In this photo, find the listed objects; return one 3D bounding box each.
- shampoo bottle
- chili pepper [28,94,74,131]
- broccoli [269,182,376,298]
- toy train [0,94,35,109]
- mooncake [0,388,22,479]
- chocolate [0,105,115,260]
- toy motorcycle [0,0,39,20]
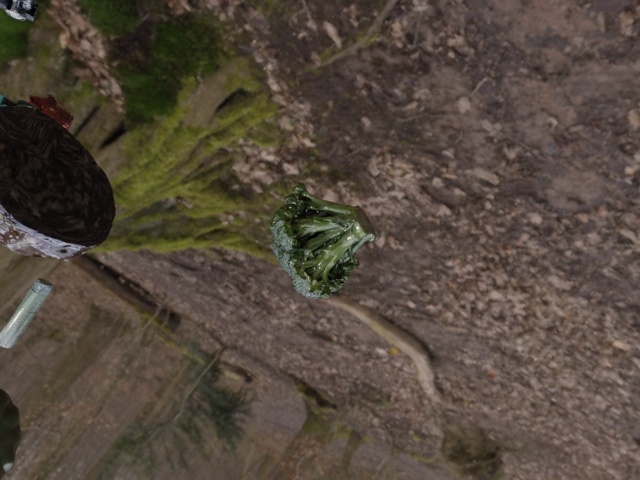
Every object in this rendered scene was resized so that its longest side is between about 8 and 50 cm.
[{"bbox_3d":[-0.839,0.206,1.785,0.049,0.212,0.072,33,176,12],"label":"shampoo bottle"},{"bbox_3d":[-0.879,-0.340,2.004,0.144,0.136,0.252,24,134,-15],"label":"chili pepper"},{"bbox_3d":[0.000,0.000,1.726,0.321,0.284,0.304,58,-152,-14],"label":"broccoli"},{"bbox_3d":[-0.737,-0.241,1.454,0.154,0.197,0.107,27,178,41],"label":"toy train"},{"bbox_3d":[-1.063,0.582,1.835,0.194,0.356,0.356,-7,139,38],"label":"mooncake"},{"bbox_3d":[-0.595,-0.101,1.254,0.210,0.225,0.340,-18,125,38],"label":"chocolate"},{"bbox_3d":[-0.733,-0.651,1.583,0.102,0.221,0.150,20,165,-28],"label":"toy motorcycle"}]
